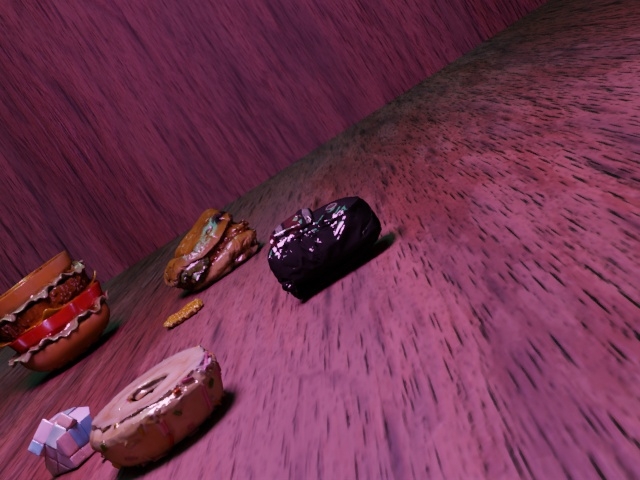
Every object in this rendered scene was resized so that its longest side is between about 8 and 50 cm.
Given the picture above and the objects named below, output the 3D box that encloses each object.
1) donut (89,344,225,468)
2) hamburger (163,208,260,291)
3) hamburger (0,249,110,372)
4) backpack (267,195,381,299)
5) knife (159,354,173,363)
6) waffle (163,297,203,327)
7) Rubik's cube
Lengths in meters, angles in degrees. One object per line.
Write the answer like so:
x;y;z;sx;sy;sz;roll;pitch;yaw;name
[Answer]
-0.180;0.191;1.063;0.175;0.068;0.174;-30;12;7;donut
-0.242;0.019;1.978;0.206;0.130;0.183;-39;8;-20;hamburger
-0.592;0.171;2.083;0.274;0.212;0.274;-35;10;7;hamburger
0.001;-0.001;1.323;0.165;0.105;0.120;-36;5;1;backpack
-0.247;0.208;1.336;0.046;0.021;0.222;-29;9;8;knife
-0.254;0.136;1.745;0.085;0.016;0.078;-35;9;-7;waffle
-0.335;0.256;1.221;0.084;0.073;0.075;-27;10;21;Rubik's cube
